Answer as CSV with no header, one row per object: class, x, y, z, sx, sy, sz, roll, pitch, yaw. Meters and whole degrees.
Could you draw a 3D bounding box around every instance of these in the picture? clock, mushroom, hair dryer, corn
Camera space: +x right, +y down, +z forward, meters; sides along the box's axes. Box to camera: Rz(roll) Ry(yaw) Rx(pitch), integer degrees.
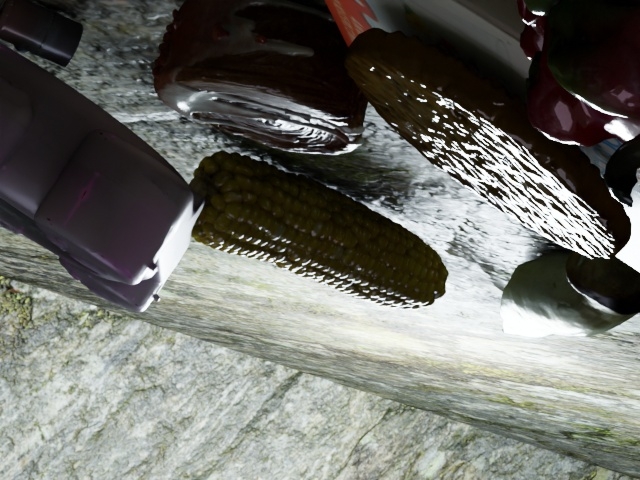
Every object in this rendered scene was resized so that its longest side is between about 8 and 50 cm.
clock,-0.258,-0.073,1.158,0.322,0.113,0.295,33,169,0
mushroom,0.241,0.058,1.385,0.107,0.087,0.333,17,170,-12
hair dryer,-0.238,-0.166,1.089,0.063,0.037,0.114,23,173,-23
corn,0.000,-0.005,1.357,0.313,0.102,0.102,21,166,-33

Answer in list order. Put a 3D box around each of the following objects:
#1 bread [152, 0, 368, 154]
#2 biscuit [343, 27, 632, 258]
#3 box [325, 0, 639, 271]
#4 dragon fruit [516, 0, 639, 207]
bread,-0.039,-0.119,0.961,0.160,0.073,0.160,14,171,2
biscuit,0.093,-0.054,0.742,0.188,0.027,0.188,36,174,4
box,0.110,-0.087,0.758,0.265,0.048,0.273,36,174,21
dragon fruit,0.169,-0.117,0.468,0.218,0.198,0.273,-23,156,-27
